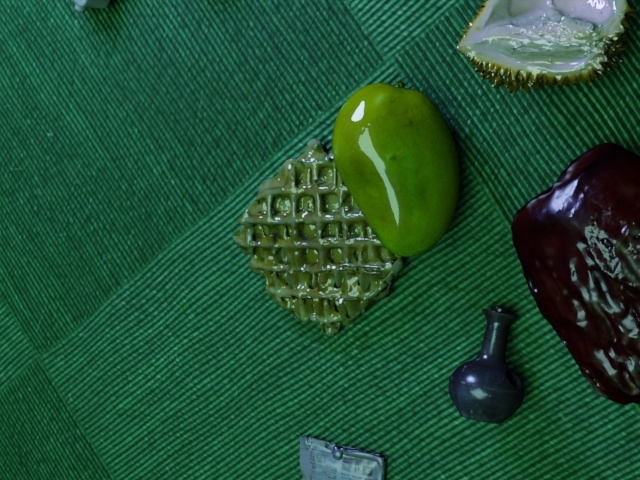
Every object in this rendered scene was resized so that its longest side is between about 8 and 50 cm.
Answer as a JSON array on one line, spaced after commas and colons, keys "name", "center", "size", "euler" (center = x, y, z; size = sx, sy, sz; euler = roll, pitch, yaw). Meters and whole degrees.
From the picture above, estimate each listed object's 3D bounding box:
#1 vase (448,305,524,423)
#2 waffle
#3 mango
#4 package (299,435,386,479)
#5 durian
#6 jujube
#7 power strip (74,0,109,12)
[{"name": "vase", "center": [0.270, 0.195, 1.756], "size": [0.120, 0.120, 0.182], "euler": [9, 89, 27]}, {"name": "waffle", "center": [0.000, 0.000, 1.879], "size": [0.297, 0.073, 0.317], "euler": [49, 117, 11]}, {"name": "mango", "center": [0.128, -0.118, 1.735], "size": [0.185, 0.149, 0.273], "euler": [-29, 93, -15]}, {"name": "package", "center": [0.033, 0.445, 1.973], "size": [0.171, 0.027, 0.173], "euler": [9, 104, 23]}, {"name": "durian", "center": [0.339, -0.304, 1.608], "size": [0.250, 0.138, 0.183], "euler": [-6, 63, 25]}, {"name": "jujube", "center": [0.426, 0.051, 1.574], "size": [0.258, 0.258, 0.376], "euler": [-23, 83, 30]}, {"name": "power strip", "center": [-0.368, -0.578, 1.954], "size": [0.091, 0.062, 0.385], "euler": [45, 123, 33]}]
